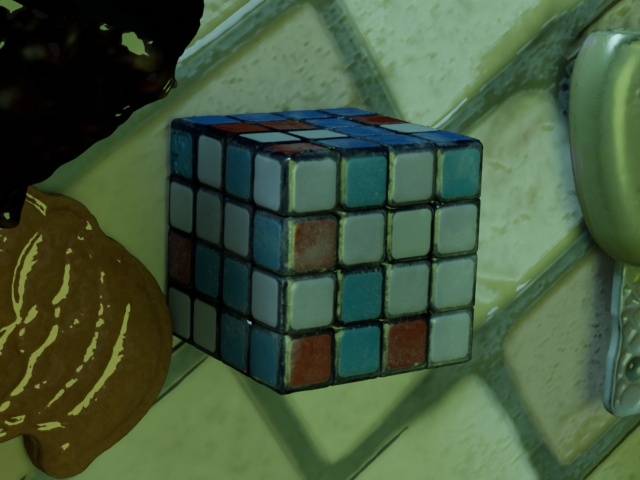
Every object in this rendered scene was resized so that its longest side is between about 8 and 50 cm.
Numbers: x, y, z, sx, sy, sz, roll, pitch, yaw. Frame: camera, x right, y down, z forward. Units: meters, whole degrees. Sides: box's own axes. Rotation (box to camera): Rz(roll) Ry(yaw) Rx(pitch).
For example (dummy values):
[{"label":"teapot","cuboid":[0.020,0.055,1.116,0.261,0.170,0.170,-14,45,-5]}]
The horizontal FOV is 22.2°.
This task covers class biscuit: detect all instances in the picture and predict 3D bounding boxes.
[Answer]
[{"label":"biscuit","cuboid":[-0.112,0.033,0.625,0.130,0.019,0.102,39,78,-34]}]

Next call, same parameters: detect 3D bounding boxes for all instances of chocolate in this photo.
[{"label":"chocolate","cuboid":[-0.134,-0.060,0.540,0.156,0.156,0.133,19,118,-36]}]

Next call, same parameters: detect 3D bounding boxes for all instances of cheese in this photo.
[{"label":"cheese","cuboid":[0.156,-0.008,0.784,0.097,0.037,0.192,-5,104,-32]}]

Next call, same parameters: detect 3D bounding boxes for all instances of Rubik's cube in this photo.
[{"label":"Rubik's cube","cuboid":[0.000,0.000,0.647,0.092,0.092,0.092,-6,105,-33]}]
